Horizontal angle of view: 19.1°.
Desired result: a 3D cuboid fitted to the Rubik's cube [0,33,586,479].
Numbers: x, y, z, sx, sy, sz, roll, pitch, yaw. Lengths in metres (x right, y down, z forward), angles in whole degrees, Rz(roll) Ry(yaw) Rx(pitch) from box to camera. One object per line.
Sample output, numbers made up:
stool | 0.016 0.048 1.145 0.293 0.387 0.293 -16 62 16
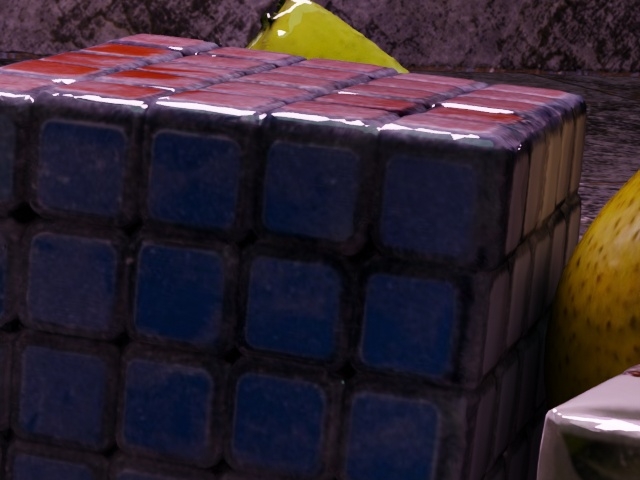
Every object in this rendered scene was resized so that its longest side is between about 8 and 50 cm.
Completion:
Rubik's cube | -0.024 0.046 0.814 0.237 0.236 0.238 9 11 16

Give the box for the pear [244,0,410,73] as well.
pear | 0.000 0.000 1.184 0.292 0.159 0.292 26 -17 8

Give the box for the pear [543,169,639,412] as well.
pear | 0.229 0.063 0.740 0.294 0.294 0.294 4 11 -1

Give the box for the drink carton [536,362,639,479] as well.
drink carton | 0.217 0.152 0.473 0.325 0.194 0.132 10 11 28
